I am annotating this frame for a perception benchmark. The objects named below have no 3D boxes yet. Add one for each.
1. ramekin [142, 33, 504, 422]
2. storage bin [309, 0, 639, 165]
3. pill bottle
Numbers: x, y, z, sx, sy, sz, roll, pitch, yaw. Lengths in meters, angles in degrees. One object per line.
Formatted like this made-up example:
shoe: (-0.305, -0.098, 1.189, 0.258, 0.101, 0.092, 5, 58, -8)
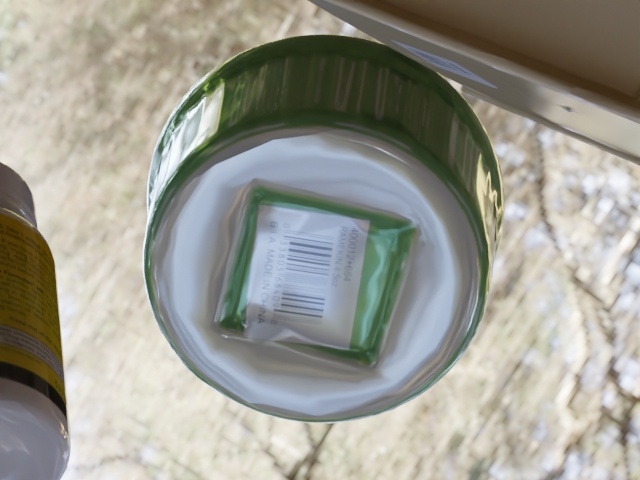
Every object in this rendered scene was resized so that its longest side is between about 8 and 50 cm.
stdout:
ramekin: (0.000, 0.000, 1.303, 0.303, 0.303, 0.148, 28, -156, -9)
storage bin: (0.119, -0.102, 0.619, 0.260, 0.123, 0.262, 26, -175, 25)
pill bottle: (-0.213, 0.052, 0.956, 0.119, 0.119, 0.208, 21, -143, -30)
